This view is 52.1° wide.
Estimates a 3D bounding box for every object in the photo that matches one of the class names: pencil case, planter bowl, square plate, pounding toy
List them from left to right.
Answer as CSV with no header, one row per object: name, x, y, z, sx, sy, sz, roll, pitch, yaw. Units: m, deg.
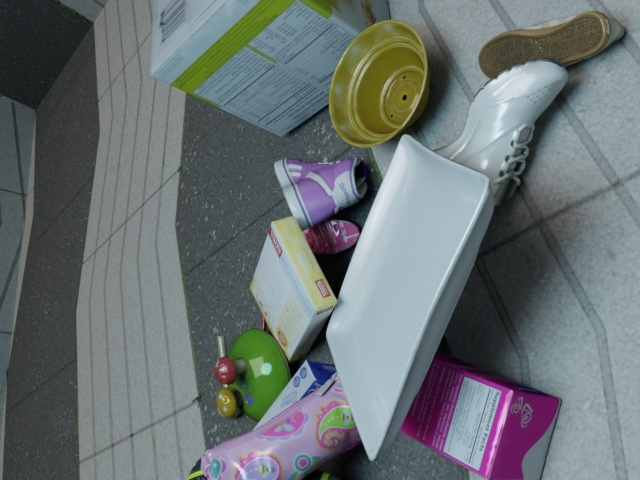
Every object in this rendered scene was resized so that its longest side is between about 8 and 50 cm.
pounding toy,-0.162,0.267,1.232,0.236,0.110,0.183,-15,85,52
pencil case,-0.037,0.299,0.986,0.284,0.124,0.124,-29,40,-13
planter bowl,0.121,-0.256,1.123,0.217,0.090,0.217,-11,75,45
square plate,0.106,0.050,0.866,0.344,0.049,0.348,-115,44,-71

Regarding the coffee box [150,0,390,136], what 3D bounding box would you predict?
coffee box,-0.097,-0.468,1.279,0.338,0.334,0.338,-28,55,40

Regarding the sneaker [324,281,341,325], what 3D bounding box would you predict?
sneaker,0.004,0.099,1.176,0.170,0.051,0.089,-40,53,40

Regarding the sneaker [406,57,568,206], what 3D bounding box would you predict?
sneaker,0.249,-0.124,0.933,0.297,0.110,0.129,-53,51,35

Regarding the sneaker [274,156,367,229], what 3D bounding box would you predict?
sneaker,0.007,-0.110,1.235,0.161,0.102,0.282,-25,26,-1

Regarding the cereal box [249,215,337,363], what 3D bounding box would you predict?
cereal box,-0.054,0.093,1.141,0.173,0.047,0.240,62,153,22

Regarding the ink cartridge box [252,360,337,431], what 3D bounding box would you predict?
ink cartridge box,-0.035,0.295,1.115,0.207,0.097,0.046,-55,41,22

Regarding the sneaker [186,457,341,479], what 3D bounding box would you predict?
sneaker,-0.036,0.442,1.048,0.384,0.147,0.145,12,60,35

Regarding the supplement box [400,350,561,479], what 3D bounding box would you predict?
supplement box,0.182,0.220,0.864,0.220,0.111,0.114,16,89,52

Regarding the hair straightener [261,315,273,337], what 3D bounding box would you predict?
hair straightener,-0.090,0.144,1.278,0.089,0.047,0.231,-7,72,50

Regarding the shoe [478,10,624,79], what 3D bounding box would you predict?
shoe,0.320,-0.272,0.927,0.219,0.058,0.077,3,110,55

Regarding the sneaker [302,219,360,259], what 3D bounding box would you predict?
sneaker,0.000,0.000,1.210,0.170,0.074,0.063,-18,88,24
